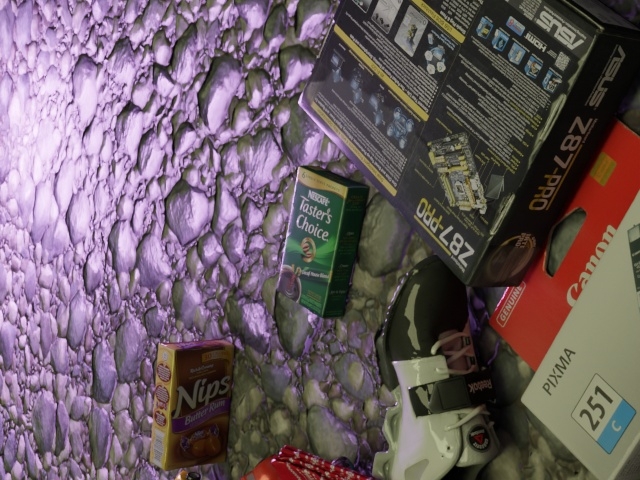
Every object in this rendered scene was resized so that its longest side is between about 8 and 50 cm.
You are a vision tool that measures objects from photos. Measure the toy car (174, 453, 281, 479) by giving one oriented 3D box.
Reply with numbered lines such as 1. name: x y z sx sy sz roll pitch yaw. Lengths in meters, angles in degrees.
1. toy car: -0.125 0.437 1.701 0.239 0.053 0.224 -17 84 38

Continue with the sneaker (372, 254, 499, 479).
1. sneaker: 0.151 0.181 1.330 0.146 0.122 0.330 24 119 47

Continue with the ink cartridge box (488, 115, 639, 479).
1. ink cartridge box: 0.289 0.054 1.190 0.261 0.066 0.296 48 126 39

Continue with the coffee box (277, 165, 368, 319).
1. coffee box: 0.000 0.000 1.570 0.113 0.040 0.184 29 113 48

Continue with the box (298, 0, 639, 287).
1. box: 0.151 -0.187 1.326 0.395 0.097 0.318 50 126 41

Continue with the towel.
1. towel: 0.066 0.359 1.412 0.275 0.031 0.198 11 131 44

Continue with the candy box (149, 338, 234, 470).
1. candy box: -0.193 0.245 1.762 0.053 0.109 0.186 13 101 51

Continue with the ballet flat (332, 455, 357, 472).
1. ballet flat: -0.016 0.362 1.582 0.221 0.077 0.079 -48 37 35
